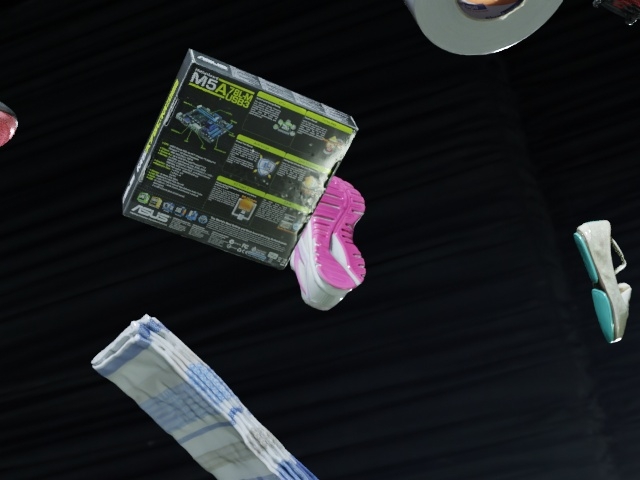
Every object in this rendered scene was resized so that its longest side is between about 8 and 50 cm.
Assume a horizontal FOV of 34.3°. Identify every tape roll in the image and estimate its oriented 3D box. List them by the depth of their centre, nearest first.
[{"bbox_3d":[0.207,-0.342,1.294,0.219,0.219,0.072,54,10,-49],"label":"tape roll"}]

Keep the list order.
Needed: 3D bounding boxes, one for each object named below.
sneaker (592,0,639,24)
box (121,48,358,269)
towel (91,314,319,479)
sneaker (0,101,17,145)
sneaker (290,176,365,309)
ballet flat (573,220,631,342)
[{"bbox_3d":[0.458,-0.387,1.433,0.097,0.135,0.276,29,5,0],"label":"sneaker"},{"bbox_3d":[-0.086,-0.079,1.080,0.190,0.184,0.045,19,21,-21],"label":"box"},{"bbox_3d":[-0.136,0.209,1.180,0.285,0.209,0.034,46,58,-7],"label":"towel"},{"bbox_3d":[-0.585,-0.121,1.510,0.313,0.116,0.136,-15,64,-35],"label":"sneaker"},{"bbox_3d":[0.000,0.000,1.562,0.103,0.111,0.252,20,43,-17],"label":"sneaker"},{"bbox_3d":[0.379,0.053,1.352,0.057,0.052,0.168,-126,-164,-76],"label":"ballet flat"}]
